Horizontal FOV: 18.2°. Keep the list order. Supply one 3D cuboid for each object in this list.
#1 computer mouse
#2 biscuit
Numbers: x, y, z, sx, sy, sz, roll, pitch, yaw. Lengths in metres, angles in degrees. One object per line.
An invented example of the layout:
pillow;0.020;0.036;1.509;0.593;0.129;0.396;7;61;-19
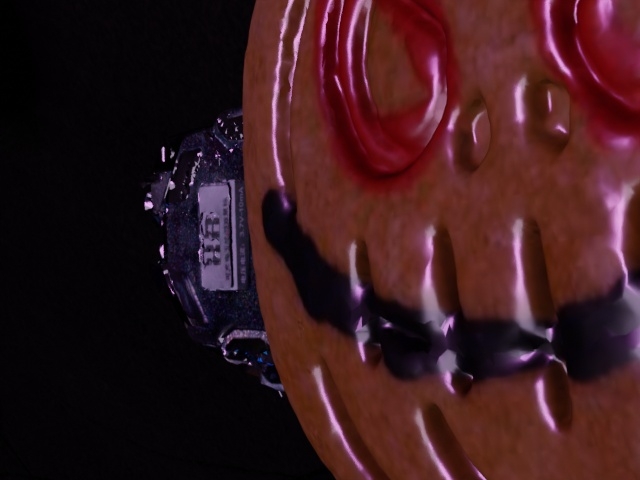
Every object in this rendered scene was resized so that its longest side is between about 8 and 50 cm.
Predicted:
computer mouse;0.000;0.000;0.916;0.242;0.077;0.146;1;92;49
biscuit;0.077;-0.044;0.694;0.367;0.063;0.314;-10;86;55
